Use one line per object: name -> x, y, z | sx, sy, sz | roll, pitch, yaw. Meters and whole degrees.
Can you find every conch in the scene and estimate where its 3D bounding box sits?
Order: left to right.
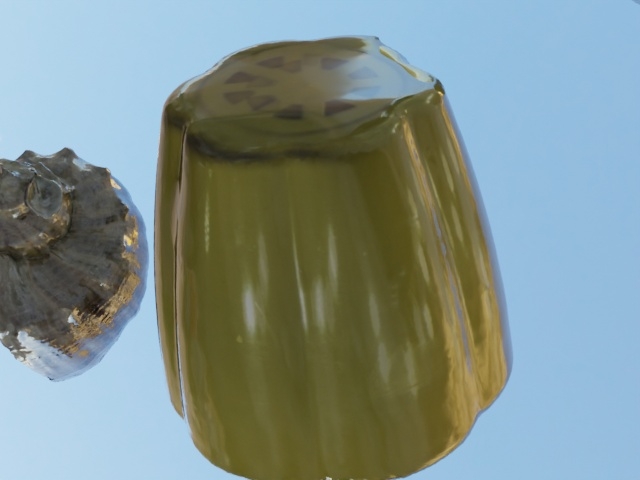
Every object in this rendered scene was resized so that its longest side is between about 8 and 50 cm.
conch -> -0.253, 0.021, 1.227 | 0.159, 0.291, 0.210 | -24, -130, 12

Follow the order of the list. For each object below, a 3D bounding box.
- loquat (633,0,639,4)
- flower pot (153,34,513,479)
loquat -> 0.254, -0.272, 0.840 | 0.179, 0.227, 0.179 | -33, -163, 12
flower pot -> 0.000, 0.000, 0.602 | 0.195, 0.195, 0.179 | 36, -37, 46
